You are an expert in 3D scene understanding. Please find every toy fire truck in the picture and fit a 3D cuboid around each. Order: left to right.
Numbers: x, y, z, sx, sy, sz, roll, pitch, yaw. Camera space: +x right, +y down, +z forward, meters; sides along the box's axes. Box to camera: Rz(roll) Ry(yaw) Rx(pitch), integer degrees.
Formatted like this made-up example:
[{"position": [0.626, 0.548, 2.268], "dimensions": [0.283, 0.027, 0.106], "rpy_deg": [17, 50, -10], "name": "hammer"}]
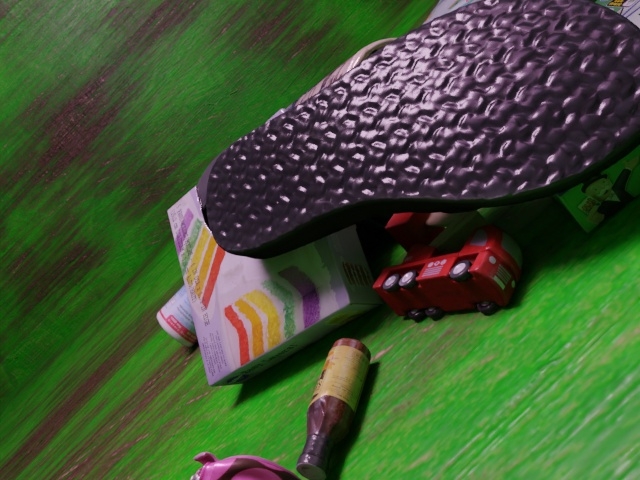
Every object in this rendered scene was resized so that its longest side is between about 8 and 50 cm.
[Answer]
[{"position": [0.118, 0.009, 0.557], "dimensions": [0.192, 0.047, 0.135], "rpy_deg": [-18, 30, 55], "name": "toy fire truck"}]

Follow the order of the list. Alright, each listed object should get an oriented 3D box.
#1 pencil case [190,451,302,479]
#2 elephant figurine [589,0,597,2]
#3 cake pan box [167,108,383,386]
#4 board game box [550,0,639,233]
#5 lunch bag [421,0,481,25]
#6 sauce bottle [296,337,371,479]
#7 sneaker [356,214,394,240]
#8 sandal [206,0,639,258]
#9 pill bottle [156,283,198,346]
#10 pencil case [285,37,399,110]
[{"position": [-0.076, 0.247, 0.377], "dimensions": [0.095, 0.098, 0.209], "rpy_deg": [-35, 20, 31], "name": "pencil case"}, {"position": [0.296, -0.413, 0.783], "dimensions": [0.169, 0.239, 0.186], "rpy_deg": [-23, 28, 51], "name": "elephant figurine"}, {"position": [-0.071, 0.010, 0.712], "dimensions": [0.245, 0.070, 0.267], "rpy_deg": [-32, 64, 31], "name": "cake pan box"}, {"position": [0.272, -0.147, 0.561], "dimensions": [0.213, 0.046, 0.317], "rpy_deg": [-40, 18, 16], "name": "board game box"}, {"position": [0.294, -0.430, 1.061], "dimensions": [0.224, 0.108, 0.279], "rpy_deg": [-27, 24, 54], "name": "lunch bag"}, {"position": [0.011, 0.143, 0.506], "dimensions": [0.042, 0.042, 0.128], "rpy_deg": [-32, 20, 38], "name": "sauce bottle"}, {"position": [0.000, 0.000, 0.771], "dimensions": [0.350, 0.131, 0.148], "rpy_deg": [-16, 54, 48], "name": "sneaker"}, {"position": [0.072, -0.087, 0.543], "dimensions": [0.445, 0.107, 0.168], "rpy_deg": [-13, 75, 38], "name": "sandal"}, {"position": [-0.207, 0.104, 1.039], "dimensions": [0.160, 0.087, 0.087], "rpy_deg": [-47, 17, -4], "name": "pill bottle"}, {"position": [0.053, -0.185, 0.949], "dimensions": [0.160, 0.184, 0.410], "rpy_deg": [-44, 14, -12], "name": "pencil case"}]
